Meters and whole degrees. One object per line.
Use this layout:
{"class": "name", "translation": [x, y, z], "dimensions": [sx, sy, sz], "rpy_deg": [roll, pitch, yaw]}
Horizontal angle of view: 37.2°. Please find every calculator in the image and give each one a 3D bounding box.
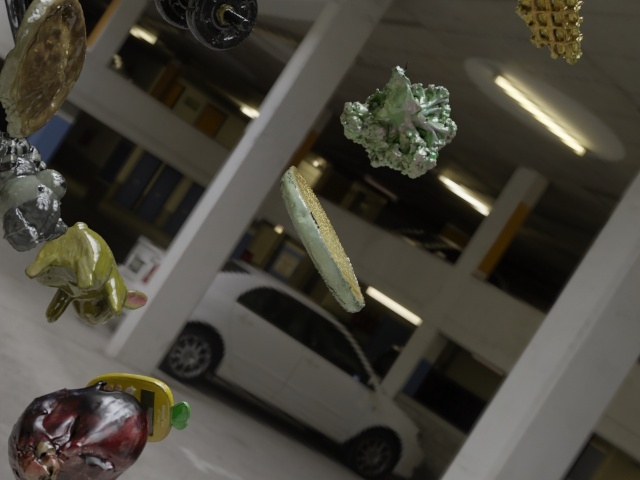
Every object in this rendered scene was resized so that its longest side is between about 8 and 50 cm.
{"class": "calculator", "translation": [-0.379, 0.344, 1.961], "dimensions": [0.235, 0.146, 0.032], "rpy_deg": [8, 19, 8]}

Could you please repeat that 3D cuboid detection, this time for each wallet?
{"class": "wallet", "translation": [-0.495, -0.392, 1.622], "dimensions": [0.062, 0.228, 0.406], "rpy_deg": [-13, 13, -11]}

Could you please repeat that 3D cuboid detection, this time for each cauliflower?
{"class": "cauliflower", "translation": [0.175, -0.280, 2.133], "dimensions": [0.257, 0.238, 0.315], "rpy_deg": [17, -22, 12]}

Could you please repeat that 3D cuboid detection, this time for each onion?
{"class": "onion", "translation": [-0.464, 0.391, 1.839], "dimensions": [0.281, 0.281, 0.221], "rpy_deg": [37, 34, -81]}

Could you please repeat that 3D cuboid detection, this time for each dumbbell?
{"class": "dumbbell", "translation": [-0.223, -0.460, 1.831], "dimensions": [0.143, 0.143, 0.325], "rpy_deg": [33, 4, -44]}

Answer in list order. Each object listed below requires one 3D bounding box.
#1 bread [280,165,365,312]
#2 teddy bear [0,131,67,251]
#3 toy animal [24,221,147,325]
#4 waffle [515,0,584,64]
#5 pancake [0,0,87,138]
{"class": "bread", "translation": [0.000, 0.000, 1.557], "dimensions": [0.267, 0.040, 0.267], "rpy_deg": [62, 6, -11]}
{"class": "teddy bear", "translation": [-0.533, -0.084, 1.761], "dimensions": [0.251, 0.144, 0.171], "rpy_deg": [51, 3, 20]}
{"class": "toy animal", "translation": [-0.530, 0.125, 2.224], "dimensions": [0.181, 0.180, 0.363], "rpy_deg": [0, -39, 14]}
{"class": "waffle", "translation": [0.419, -0.413, 1.666], "dimensions": [0.161, 0.046, 0.192], "rpy_deg": [40, -37, 13]}
{"class": "pancake", "translation": [-0.379, -0.245, 1.314], "dimensions": [0.042, 0.222, 0.236], "rpy_deg": [25, -44, 4]}
